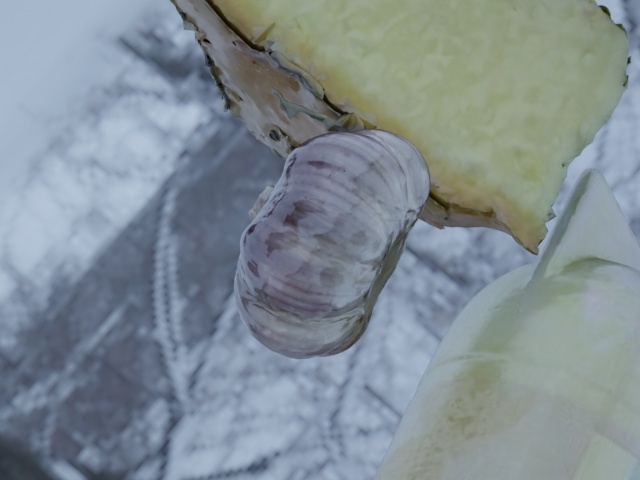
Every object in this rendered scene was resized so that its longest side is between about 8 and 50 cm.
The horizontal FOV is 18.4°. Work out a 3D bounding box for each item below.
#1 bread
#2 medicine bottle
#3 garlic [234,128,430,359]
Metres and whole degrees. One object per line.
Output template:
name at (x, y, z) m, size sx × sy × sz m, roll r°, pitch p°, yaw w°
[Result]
bread at (0.047, -0.182, 1.505) m, size 0.315 × 0.279 × 0.248 m, roll 23°, pitch -110°, yaw 39°
medicine bottle at (0.181, 0.163, 1.530) m, size 0.406 × 0.236 × 0.236 m, roll -61°, pitch -171°, yaw -31°
garlic at (0.000, 0.000, 1.272) m, size 0.159 × 0.102 × 0.147 m, roll -68°, pitch 170°, yaw 25°
